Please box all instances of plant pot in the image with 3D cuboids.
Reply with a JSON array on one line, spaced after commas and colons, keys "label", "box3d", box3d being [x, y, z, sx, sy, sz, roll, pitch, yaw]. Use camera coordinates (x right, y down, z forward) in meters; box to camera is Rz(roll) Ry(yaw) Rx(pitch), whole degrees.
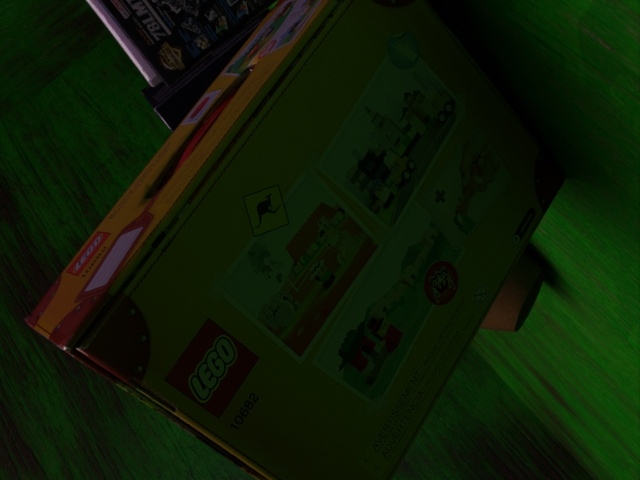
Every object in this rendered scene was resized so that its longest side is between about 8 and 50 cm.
[{"label": "plant pot", "box3d": [0.244, 0.048, 1.275, 0.254, 0.237, 0.237, 24, 165, 25]}]

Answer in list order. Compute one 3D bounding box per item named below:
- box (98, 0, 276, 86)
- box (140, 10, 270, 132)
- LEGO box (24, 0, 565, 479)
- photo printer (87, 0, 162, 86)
[{"label": "box", "box3d": [-0.253, -0.480, 1.318, 0.295, 0.293, 0.073, 52, 177, -37]}, {"label": "box", "box3d": [-0.228, -0.374, 1.763, 0.179, 0.343, 0.312, 51, 177, -26]}, {"label": "LEGO box", "box3d": [0.000, 0.000, 0.820, 0.372, 0.500, 0.193, 43, 161, -26]}, {"label": "photo printer", "box3d": [-0.329, -0.532, 1.643, 0.256, 0.307, 0.107, 54, 175, -13]}]
